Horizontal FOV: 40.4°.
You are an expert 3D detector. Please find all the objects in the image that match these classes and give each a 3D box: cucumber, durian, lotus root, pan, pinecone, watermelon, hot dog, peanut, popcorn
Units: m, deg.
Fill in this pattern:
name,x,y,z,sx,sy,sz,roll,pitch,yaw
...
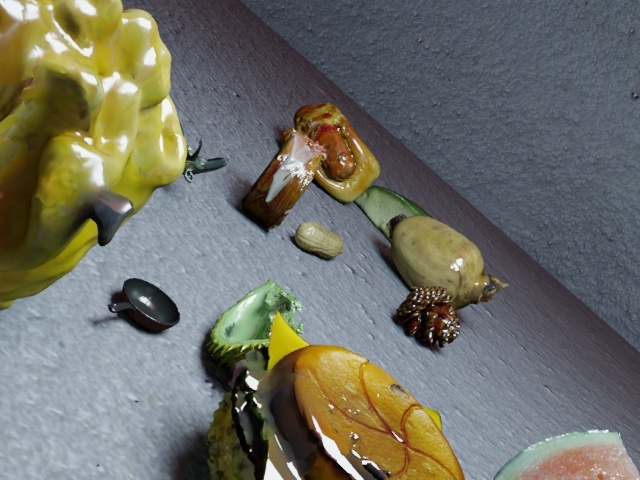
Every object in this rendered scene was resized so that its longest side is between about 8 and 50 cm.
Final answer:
name,x,y,z,sx,sy,sz,roll,pitch,yaw
cucumber,0.203,-0.019,1.867,0.145,0.105,0.325,18,24,-52
durian,-0.062,0.099,0.904,0.086,0.100,0.215,31,8,-17
lotus root,0.223,0.048,1.652,0.257,0.140,0.154,40,-16,31
pan,-0.182,0.068,0.856,0.068,0.023,0.115,44,13,13
pinecone,0.183,0.121,1.423,0.109,0.102,0.102,36,15,-25
watermelon,0.261,0.278,0.938,0.207,0.202,0.136,9,71,-46
hot dog,0.009,-0.204,1.866,0.153,0.150,0.257,38,12,-48
peanut,0.000,0.000,1.430,0.113,0.054,0.054,26,20,-48
popcorn,-0.239,-0.078,0.632,0.281,0.297,0.316,30,-22,25

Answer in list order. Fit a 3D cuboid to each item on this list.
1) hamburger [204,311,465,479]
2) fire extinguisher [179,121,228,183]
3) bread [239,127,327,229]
name,x,y,z,sx,sy,sz,roll,pitch,yaw
hamburger,0.013,0.196,0.726,0.243,0.139,0.262,34,22,-19
fire extinguisher,-0.274,-0.164,1.144,0.311,0.114,0.095,33,45,-28
bread,-0.057,-0.097,1.371,0.073,0.160,0.160,35,16,-4
